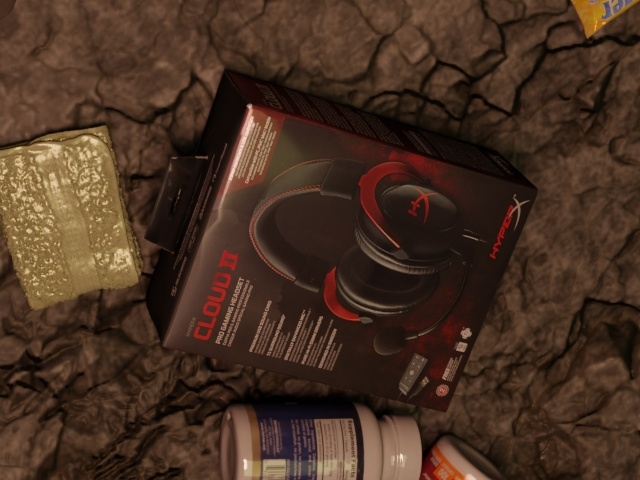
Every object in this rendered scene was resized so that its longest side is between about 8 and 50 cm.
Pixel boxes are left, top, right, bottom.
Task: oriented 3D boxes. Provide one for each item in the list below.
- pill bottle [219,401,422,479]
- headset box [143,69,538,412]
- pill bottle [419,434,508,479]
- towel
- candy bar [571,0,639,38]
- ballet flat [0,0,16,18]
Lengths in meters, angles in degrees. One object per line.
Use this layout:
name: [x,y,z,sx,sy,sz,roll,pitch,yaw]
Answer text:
pill bottle: [0.000,0.191,1.368,0.169,0.094,0.094,1,110,-15]
headset box: [0.000,0.000,1.285,0.293,0.110,0.218,16,106,-20]
pill bottle: [0.101,0.263,1.426,0.086,0.086,0.152,34,99,-23]
towel: [-0.212,-0.018,1.269,0.110,0.027,0.148,-15,113,-8]
candy bar: [0.289,-0.234,1.321,0.161,0.018,0.040,-32,115,0]
ballet flat: [-0.299,-0.274,1.137,0.084,0.058,0.249,-47,127,-33]
